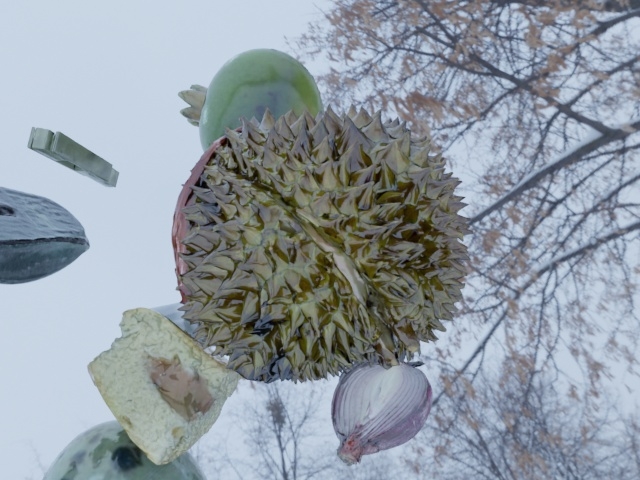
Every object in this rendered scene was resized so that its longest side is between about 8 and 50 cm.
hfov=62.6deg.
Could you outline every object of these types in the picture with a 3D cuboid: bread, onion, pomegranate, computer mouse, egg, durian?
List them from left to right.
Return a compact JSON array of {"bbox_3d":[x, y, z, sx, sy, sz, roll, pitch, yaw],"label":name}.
[{"bbox_3d":[-0.547,-0.008,0.859,0.114,0.203,0.374,-50,-16,8],"label":"computer mouse"},{"bbox_3d":[-0.360,0.546,0.971,0.345,0.345,0.427,-12,-79,-11],"label":"egg"},{"bbox_3d":[-0.266,0.253,0.950,0.183,0.224,0.211,-53,-18,-6],"label":"bread"},{"bbox_3d":[-0.176,-0.287,1.170,0.309,0.359,0.216,-70,-20,-3],"label":"pomegranate"},{"bbox_3d":[-0.005,0.001,0.612,0.348,0.384,0.347,-18,-50,-23],"label":"durian"},{"bbox_3d":[0.148,0.479,1.386,0.348,0.267,0.159,-49,-53,-40],"label":"onion"}]

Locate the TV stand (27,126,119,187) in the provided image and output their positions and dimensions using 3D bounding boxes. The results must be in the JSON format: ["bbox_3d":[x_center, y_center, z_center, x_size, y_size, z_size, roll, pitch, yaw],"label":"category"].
[{"bbox_3d":[-0.418,-0.138,0.927,0.042,0.249,0.036,7,-98,5],"label":"TV stand"}]

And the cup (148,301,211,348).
[{"bbox_3d":[-0.287,0.192,1.059,0.133,0.099,0.136,-12,-76,21],"label":"cup"}]
